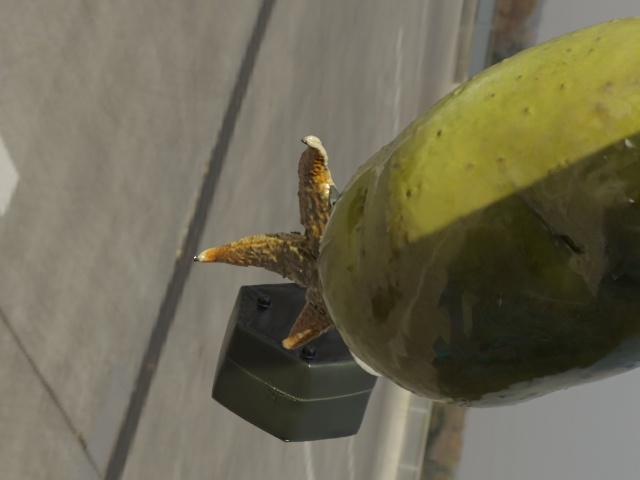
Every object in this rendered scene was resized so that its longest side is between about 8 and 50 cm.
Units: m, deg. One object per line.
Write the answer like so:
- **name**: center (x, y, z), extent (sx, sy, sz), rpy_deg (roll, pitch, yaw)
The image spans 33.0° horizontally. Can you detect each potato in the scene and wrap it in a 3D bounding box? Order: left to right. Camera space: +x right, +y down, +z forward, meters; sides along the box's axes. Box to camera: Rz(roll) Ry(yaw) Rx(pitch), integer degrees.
- **potato**: center (0.117, -0.010, 0.540), extent (0.169, 0.248, 0.143), rpy_deg (50, 23, -15)

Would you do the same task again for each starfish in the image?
- **starfish**: center (0.000, -0.002, 0.931), extent (0.247, 0.138, 0.050), rpy_deg (-44, 178, 42)

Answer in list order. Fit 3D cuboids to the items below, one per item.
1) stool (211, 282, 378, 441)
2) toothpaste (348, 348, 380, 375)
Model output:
- **stool**: center (-0.030, 0.159, 1.464), extent (0.232, 0.232, 0.141), rpy_deg (-65, 173, -64)
- **toothpaste**: center (0.101, 0.038, 0.839), extent (0.193, 0.071, 0.045), rpy_deg (-44, 157, 28)
